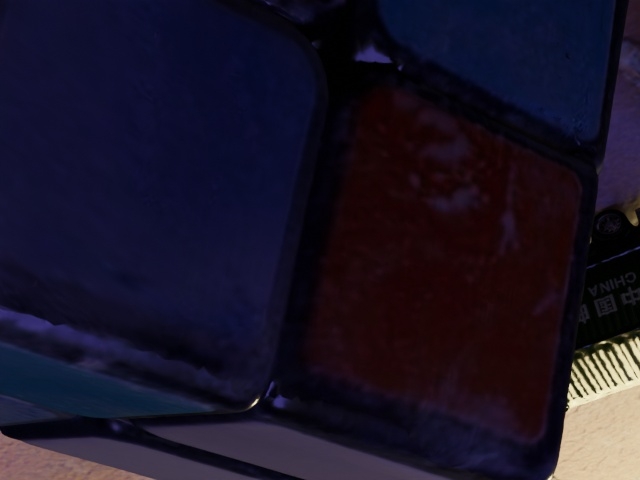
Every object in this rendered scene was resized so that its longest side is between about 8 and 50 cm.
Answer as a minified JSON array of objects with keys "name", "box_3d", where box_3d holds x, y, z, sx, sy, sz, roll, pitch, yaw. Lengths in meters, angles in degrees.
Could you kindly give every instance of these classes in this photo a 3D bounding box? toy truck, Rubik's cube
[{"name":"toy truck","box_3d":[0.281,0.026,1.015,0.259,0.121,0.088,-23,137,16]},{"name":"Rubik's cube","box_3d":[-0.072,-0.057,0.650,0.318,0.313,0.316,22,160,-30]}]
